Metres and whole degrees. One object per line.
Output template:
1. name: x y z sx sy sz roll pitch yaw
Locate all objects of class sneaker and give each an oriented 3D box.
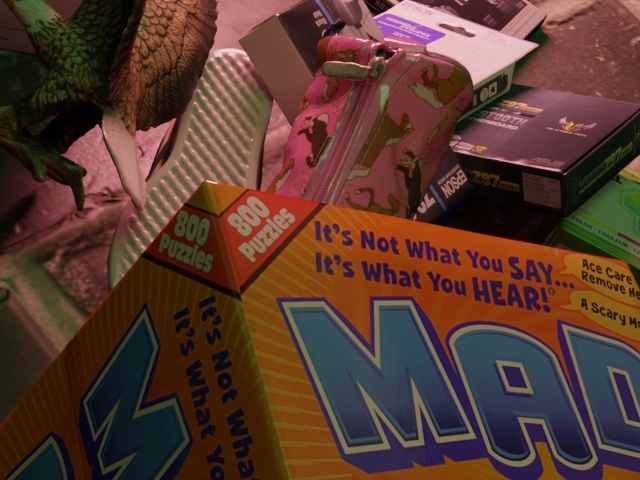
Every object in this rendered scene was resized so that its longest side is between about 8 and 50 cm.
1. sneaker: -0.122 -0.032 1.287 0.126 0.127 0.321 21 57 -2

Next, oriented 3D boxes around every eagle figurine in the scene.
1. eagle figurine: -0.197 -0.194 1.191 0.225 0.226 0.298 40 85 -29

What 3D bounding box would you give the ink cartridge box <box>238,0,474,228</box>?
1. ink cartridge box: 0.060 -0.100 1.347 0.332 0.065 0.165 59 36 -7

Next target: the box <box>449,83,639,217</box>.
1. box: 0.222 -0.110 1.457 0.233 0.059 0.183 17 37 38

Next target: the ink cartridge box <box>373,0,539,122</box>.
1. ink cartridge box: 0.114 -0.207 1.524 0.206 0.045 0.208 27 45 34

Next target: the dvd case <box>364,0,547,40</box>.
1. dvd case: 0.159 -0.317 1.693 0.239 0.029 0.179 37 48 8

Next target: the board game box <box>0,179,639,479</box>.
1. board game box: 0.024 0.232 0.818 0.356 0.356 0.356 10 49 -36

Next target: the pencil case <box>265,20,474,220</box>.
1. pencil case: 0.000 0.000 1.160 0.167 0.160 0.386 31 79 -35

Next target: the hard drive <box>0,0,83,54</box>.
1. hard drive: -0.295 -0.331 1.294 0.233 0.353 0.047 8 50 -16

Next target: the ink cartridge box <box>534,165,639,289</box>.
1. ink cartridge box: 0.366 -0.027 1.501 0.189 0.097 0.255 28 48 1
